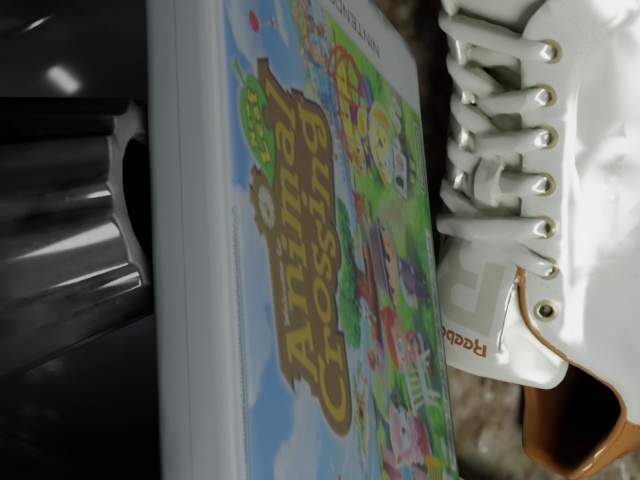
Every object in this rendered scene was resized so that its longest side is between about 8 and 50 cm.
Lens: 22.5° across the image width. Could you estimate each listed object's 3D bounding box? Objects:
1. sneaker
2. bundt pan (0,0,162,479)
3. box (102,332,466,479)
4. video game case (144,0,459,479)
[{"bbox_3d":[0.087,-0.018,0.611,0.123,0.106,0.290,-39,126,-19],"label":"sneaker"},{"bbox_3d":[-0.098,0.001,0.441,0.331,0.124,0.331,-12,90,-72],"label":"bundt pan"},{"bbox_3d":[-0.021,0.142,0.624,0.201,0.021,0.164,33,75,-29],"label":"box"},{"bbox_3d":[0.000,0.000,0.497,0.193,0.023,0.212,38,44,-62],"label":"video game case"}]
